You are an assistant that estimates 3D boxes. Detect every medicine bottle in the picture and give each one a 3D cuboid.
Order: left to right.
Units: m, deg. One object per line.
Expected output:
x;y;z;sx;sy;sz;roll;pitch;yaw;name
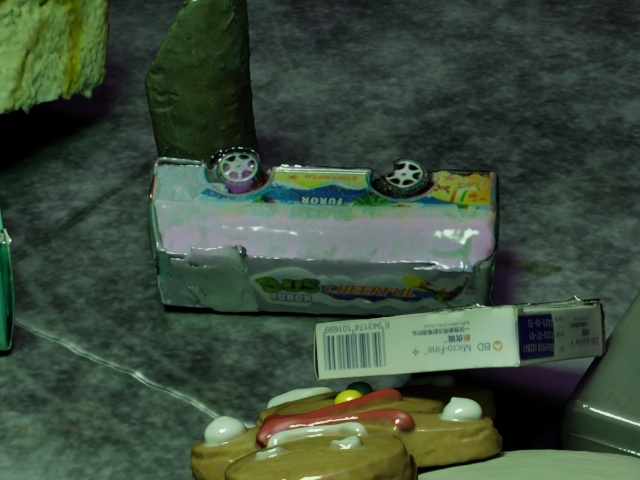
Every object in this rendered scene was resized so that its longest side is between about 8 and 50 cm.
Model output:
0.110;0.074;1.302;0.171;0.052;0.201;-7;-4;26;medicine bottle

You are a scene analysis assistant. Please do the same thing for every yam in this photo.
-0.112;-0.144;1.588;0.106;0.259;0.106;-2;41;2;yam

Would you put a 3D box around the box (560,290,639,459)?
0.286;0.101;1.382;0.103;0.055;0.244;16;36;24;box

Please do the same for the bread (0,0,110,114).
-0.408;-0.238;1.628;0.239;0.264;0.395;9;17;33;bread

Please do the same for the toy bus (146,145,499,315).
0.000;0.000;1.500;0.317;0.112;0.138;1;43;3;toy bus

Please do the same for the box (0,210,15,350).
-0.429;0.020;1.450;0.311;0.118;0.205;-10;35;-14;box

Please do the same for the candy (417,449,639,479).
0.122;0.252;1.044;0.427;0.186;0.386;-19;34;-36;candy

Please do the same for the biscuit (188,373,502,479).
0.020;0.132;1.178;0.216;0.047;0.340;-8;2;15;biscuit
